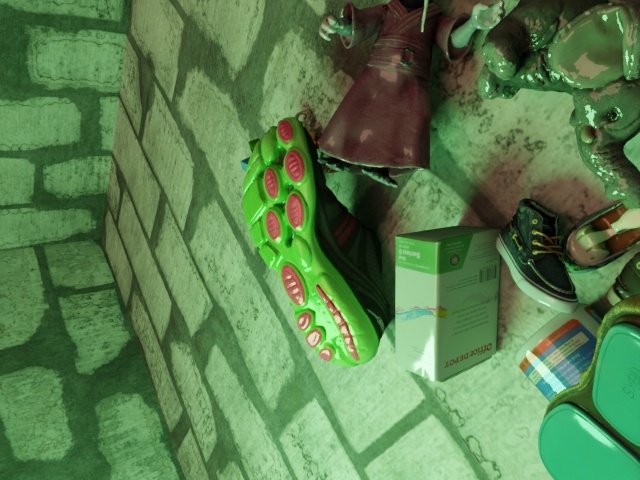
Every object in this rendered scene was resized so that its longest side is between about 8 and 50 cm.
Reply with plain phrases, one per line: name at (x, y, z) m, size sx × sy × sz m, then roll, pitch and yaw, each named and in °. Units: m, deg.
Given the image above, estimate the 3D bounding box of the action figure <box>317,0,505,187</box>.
action figure at (0.140, -0.275, 0.786) m, size 0.248 × 0.275 × 0.370 m, roll 19°, pitch 97°, yaw 13°

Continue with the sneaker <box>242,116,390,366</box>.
sneaker at (0.000, 0.000, 0.943) m, size 0.185 × 0.202 × 0.483 m, roll -18°, pitch 93°, yaw 34°

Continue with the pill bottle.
pill bottle at (0.359, 0.196, 0.586) m, size 0.221 × 0.124 × 0.124 m, roll 54°, pitch 136°, yaw 33°

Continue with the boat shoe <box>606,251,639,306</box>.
boat shoe at (0.425, 0.097, 0.512) m, size 0.228 × 0.081 × 0.069 m, roll 44°, pitch 134°, yaw 42°

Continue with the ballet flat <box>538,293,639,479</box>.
ballet flat at (0.297, 0.152, 0.446) m, size 0.123 × 0.123 × 0.349 m, roll 45°, pitch 160°, yaw 38°

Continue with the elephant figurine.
elephant figurine at (0.320, -0.191, 0.551) m, size 0.239 × 0.169 × 0.186 m, roll 43°, pitch 163°, yaw 35°

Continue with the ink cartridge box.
ink cartridge box at (0.199, 0.091, 0.753) m, size 0.093 × 0.154 × 0.213 m, roll 9°, pitch 105°, yaw 52°

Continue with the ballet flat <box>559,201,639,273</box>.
ballet flat at (0.359, -0.014, 0.593) m, size 0.188 × 0.070 × 0.070 m, roll -50°, pitch 58°, yaw 46°

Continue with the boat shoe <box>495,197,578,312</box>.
boat shoe at (0.291, 0.012, 0.637) m, size 0.183 × 0.065 × 0.083 m, roll -98°, pitch 22°, yaw -61°

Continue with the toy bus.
toy bus at (-0.053, -0.160, 1.074) m, size 0.191 × 0.202 × 0.104 m, roll 48°, pitch 164°, yaw 27°
